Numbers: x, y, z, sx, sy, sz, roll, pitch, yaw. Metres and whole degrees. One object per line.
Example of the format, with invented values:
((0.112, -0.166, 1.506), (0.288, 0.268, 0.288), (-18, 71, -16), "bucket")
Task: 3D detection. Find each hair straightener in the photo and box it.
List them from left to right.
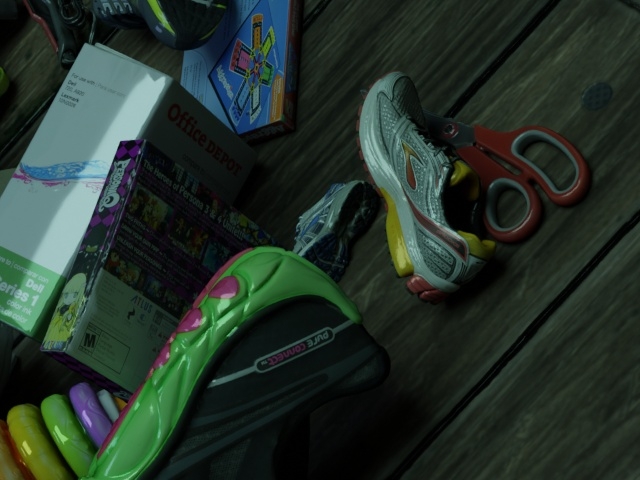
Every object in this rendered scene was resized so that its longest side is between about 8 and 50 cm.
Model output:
((-0.311, -0.282, 2.029), (0.089, 0.047, 0.230), (-59, 34, 27), "hair straightener")

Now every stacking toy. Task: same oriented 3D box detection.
((-0.231, 0.198, 1.629), (0.301, 0.175, 0.166), (-33, 41, -2), "stacking toy")

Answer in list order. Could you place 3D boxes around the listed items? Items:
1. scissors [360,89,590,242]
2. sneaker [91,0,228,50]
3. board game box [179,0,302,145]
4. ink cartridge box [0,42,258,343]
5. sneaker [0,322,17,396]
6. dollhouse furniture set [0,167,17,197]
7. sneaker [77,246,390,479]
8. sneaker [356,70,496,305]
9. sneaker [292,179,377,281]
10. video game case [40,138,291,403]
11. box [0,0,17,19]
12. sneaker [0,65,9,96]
((0.142, -0.101, 1.605), (0.109, 0.021, 0.297), (-47, 44, 7), "scissors")
((-0.190, -0.276, 1.902), (0.121, 0.111, 0.300), (-65, 31, 24), "sneaker")
((-0.085, -0.219, 1.849), (0.145, 0.027, 0.281), (-18, 53, 31), "board game box")
((-0.203, -0.020, 1.668), (0.117, 0.201, 0.278), (23, 81, 29), "ink cartridge box")
((-0.367, 0.107, 1.701), (0.111, 0.297, 0.129), (30, 68, 5), "sneaker")
((-0.415, 0.011, 1.802), (0.259, 0.262, 0.135), (-12, 45, -17), "dollhouse furniture set")
((-0.109, 0.238, 1.449), (0.483, 0.202, 0.185), (-57, 1, 19), "sneaker")
((0.102, -0.057, 1.546), (0.092, 0.088, 0.225), (-32, 61, 30), "sneaker")
((0.000, 0.000, 1.633), (0.135, 0.052, 0.058), (-54, 34, -14), "sneaker")
((-0.132, 0.054, 1.565), (0.041, 0.232, 0.210), (1, 64, 40), "video game case")
((-0.515, -0.295, 2.114), (0.231, 0.183, 0.056), (6, 100, 44), "box")
((-0.511, -0.187, 2.102), (0.295, 0.109, 0.124), (9, 66, 41), "sneaker")
